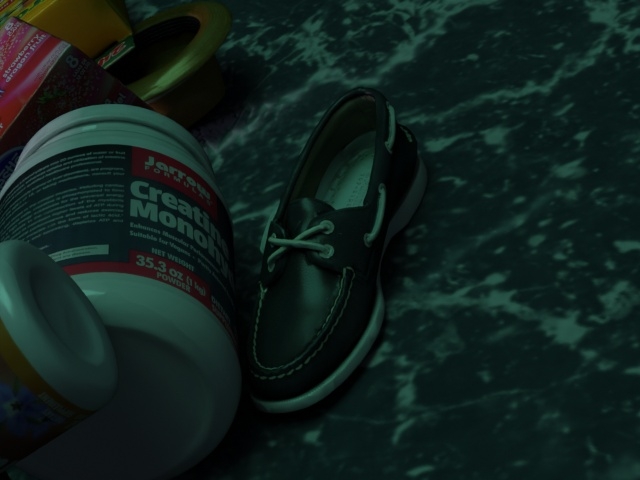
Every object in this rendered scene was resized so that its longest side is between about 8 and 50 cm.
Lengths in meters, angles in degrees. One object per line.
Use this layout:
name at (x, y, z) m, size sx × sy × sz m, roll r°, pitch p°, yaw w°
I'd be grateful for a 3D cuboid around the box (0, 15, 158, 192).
box at (-0.279, -0.053, 1.368) m, size 0.257 × 0.123 × 0.128 m, roll -55°, pitch 39°, yaw -5°

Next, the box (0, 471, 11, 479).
box at (-0.362, 0.111, 1.153) m, size 0.142 × 0.163 × 0.247 m, roll -33°, pitch 66°, yaw -7°

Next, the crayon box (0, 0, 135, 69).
crayon box at (-0.297, -0.208, 1.598) m, size 0.202 × 0.081 × 0.318 m, roll -38°, pitch 25°, yaw 5°

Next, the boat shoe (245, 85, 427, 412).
boat shoe at (0.000, 0.000, 1.206) m, size 0.114 × 0.091 × 0.302 m, roll -9°, pitch 38°, yaw 24°

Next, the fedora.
fedora at (-0.155, -0.155, 1.517) m, size 0.194 × 0.079 × 0.194 m, roll -26°, pitch 30°, yaw 16°

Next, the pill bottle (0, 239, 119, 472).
pill bottle at (-0.244, 0.104, 0.975) m, size 0.216 × 0.121 × 0.121 m, roll -33°, pitch 34°, yaw 11°

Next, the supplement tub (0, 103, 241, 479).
supplement tub at (-0.159, 0.037, 1.175) m, size 0.191 × 0.191 × 0.272 m, roll -20°, pitch 36°, yaw 9°
